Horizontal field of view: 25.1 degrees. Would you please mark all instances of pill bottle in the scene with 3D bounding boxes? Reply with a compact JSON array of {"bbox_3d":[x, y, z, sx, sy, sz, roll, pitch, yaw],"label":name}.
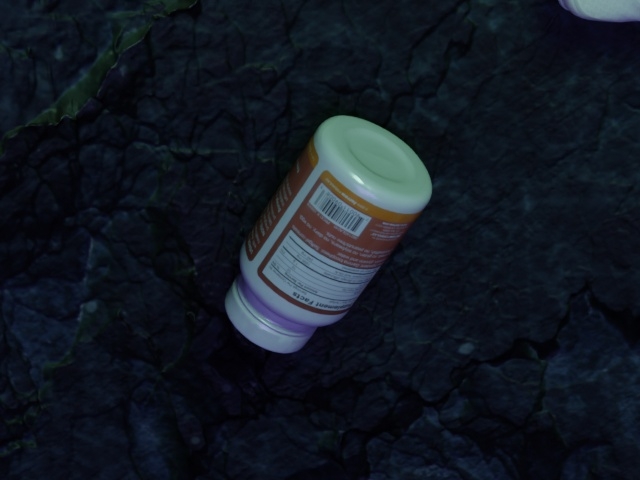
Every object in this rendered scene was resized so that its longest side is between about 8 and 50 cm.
[{"bbox_3d":[0.000,0.000,1.331,0.121,0.121,0.216,26,122,-16],"label":"pill bottle"}]

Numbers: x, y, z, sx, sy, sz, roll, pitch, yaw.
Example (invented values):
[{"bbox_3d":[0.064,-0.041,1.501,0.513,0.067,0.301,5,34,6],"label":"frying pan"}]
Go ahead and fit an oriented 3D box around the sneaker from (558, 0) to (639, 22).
[{"bbox_3d":[0.339,-0.226,1.170,0.292,0.118,0.110,-8,126,8],"label":"sneaker"}]
